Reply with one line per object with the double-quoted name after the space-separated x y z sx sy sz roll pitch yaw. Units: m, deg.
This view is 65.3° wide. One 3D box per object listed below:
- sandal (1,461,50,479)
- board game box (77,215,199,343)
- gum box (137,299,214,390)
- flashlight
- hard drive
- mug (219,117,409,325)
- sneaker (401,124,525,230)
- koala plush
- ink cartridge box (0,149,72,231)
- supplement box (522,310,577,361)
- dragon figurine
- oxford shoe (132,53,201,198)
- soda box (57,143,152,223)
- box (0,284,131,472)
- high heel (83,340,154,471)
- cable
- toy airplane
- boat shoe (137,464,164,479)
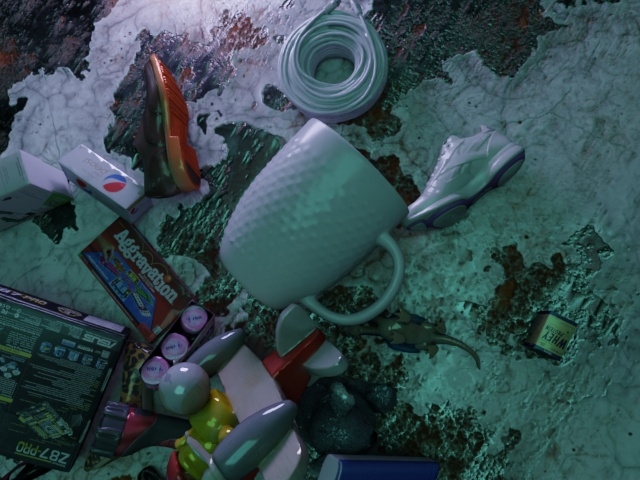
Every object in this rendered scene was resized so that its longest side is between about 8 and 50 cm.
-0.669 0.518 1.105 0.179 0.067 0.040 -27 67 4 "sandal"
-0.427 0.087 1.166 0.145 0.027 0.281 -43 78 -3 "board game box"
-0.302 0.230 1.050 0.062 0.107 0.188 32 62 4 "gum box"
-0.296 0.409 1.011 0.304 0.103 0.103 21 45 -17 "flashlight"
0.094 0.500 0.907 0.040 0.319 0.210 12 80 46 "hard drive"
0.000 0.000 1.001 0.328 0.276 0.374 -46 74 2 "mug"
0.287 -0.134 1.092 0.305 0.114 0.152 -36 65 -4 "sneaker"
0.034 0.360 0.966 0.204 0.221 0.196 15 83 9 "koala plush"
-0.732 -0.107 1.167 0.220 0.160 0.092 -24 79 3 "ink cartridge box"
0.464 0.192 1.014 0.056 0.083 0.083 27 86 11 "supplement box"
0.187 0.193 1.045 0.289 0.144 0.085 15 80 -10 "dragon figurine"
-0.383 -0.269 1.160 0.133 0.130 0.363 -17 70 7 "oxford shoe"
-0.506 -0.134 1.180 0.216 0.069 0.074 33 61 10 "soda box"
-0.653 0.273 1.048 0.395 0.097 0.318 22 86 -13 "box"
-0.441 0.356 1.092 0.261 0.093 0.186 -40 76 -8 "high heel"
0.028 -0.402 1.163 0.257 0.089 0.257 -30 79 2 "cable"
-0.140 0.272 0.872 0.273 0.386 0.384 31 44 -23 "toy airplane"
-0.342 0.543 1.073 0.133 0.042 0.049 42 86 10 "boat shoe"
